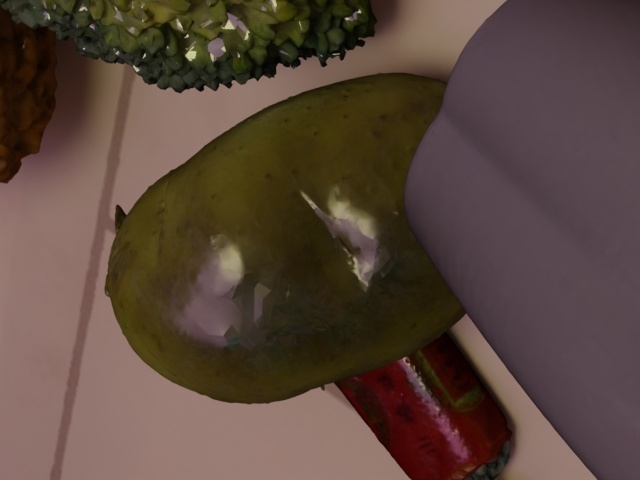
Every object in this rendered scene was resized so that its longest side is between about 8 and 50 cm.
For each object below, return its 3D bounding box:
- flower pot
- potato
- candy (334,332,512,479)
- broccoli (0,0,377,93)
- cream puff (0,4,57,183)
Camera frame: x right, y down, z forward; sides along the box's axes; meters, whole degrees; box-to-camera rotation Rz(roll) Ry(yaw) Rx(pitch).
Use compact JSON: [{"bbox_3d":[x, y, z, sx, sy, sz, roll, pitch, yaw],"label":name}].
[{"bbox_3d":[0.184,-0.005,0.508,0.243,0.265,0.265,44,132,30],"label":"flower pot"},{"bbox_3d":[0.000,0.000,0.671,0.248,0.143,0.169,-30,109,2],"label":"potato"},{"bbox_3d":[0.053,0.089,0.768,0.086,0.059,0.292,-37,87,42],"label":"candy"},{"bbox_3d":[-0.052,-0.256,0.618,0.397,0.275,0.353,-16,119,22],"label":"broccoli"},{"bbox_3d":[-0.325,-0.180,0.813,0.327,0.231,0.343,-10,111,59],"label":"cream puff"}]
